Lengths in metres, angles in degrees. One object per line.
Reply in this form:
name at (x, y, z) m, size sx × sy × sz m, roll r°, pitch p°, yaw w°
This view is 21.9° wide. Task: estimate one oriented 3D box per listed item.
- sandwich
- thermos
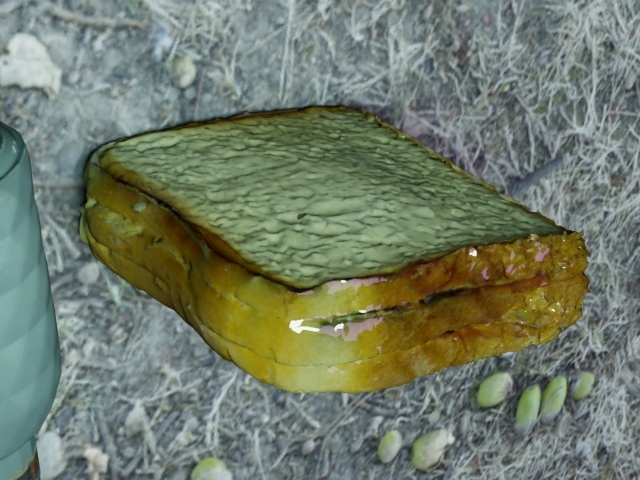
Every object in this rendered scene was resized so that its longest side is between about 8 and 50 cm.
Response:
sandwich at (0.000, 0.000, 1.169) m, size 0.271 × 0.301 × 0.099 m, roll -14°, pitch 121°, yaw -33°
thermos at (-0.242, 0.058, 1.114) m, size 0.182 × 0.145 × 0.286 m, roll -57°, pitch 149°, yaw -52°
